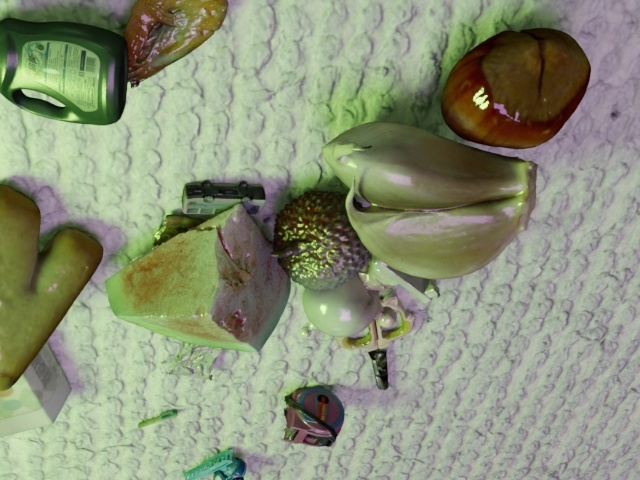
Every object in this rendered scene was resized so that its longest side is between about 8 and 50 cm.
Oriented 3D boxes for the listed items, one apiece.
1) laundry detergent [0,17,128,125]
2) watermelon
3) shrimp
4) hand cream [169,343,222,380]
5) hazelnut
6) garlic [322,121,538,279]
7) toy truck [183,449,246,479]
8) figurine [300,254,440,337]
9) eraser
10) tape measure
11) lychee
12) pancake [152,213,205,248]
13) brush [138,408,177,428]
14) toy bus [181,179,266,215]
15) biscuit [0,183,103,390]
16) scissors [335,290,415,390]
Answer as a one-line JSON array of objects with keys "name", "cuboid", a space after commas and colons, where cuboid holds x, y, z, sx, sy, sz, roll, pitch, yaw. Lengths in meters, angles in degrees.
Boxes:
[{"name": "laundry detergent", "cuboid": [-0.368, -0.224, 1.501, 0.221, 0.078, 0.144, 7, 129, -1]}, {"name": "watermelon", "cuboid": [-0.179, 0.067, 1.850, 0.310, 0.193, 0.231, 18, 156, -20]}, {"name": "shrimp", "cuboid": [-0.219, -0.280, 1.529, 0.217, 0.051, 0.115, -36, 130, 23]}, {"name": "hand cream", "cuboid": [-0.190, 0.176, 2.062, 0.084, 0.050, 0.257, 11, 139, -26]}, {"name": "hazelnut", "cuboid": [0.282, -0.222, 1.682, 0.212, 0.181, 0.181, -5, 108, -17]}, {"name": "garlic", "cuboid": [0.132, -0.056, 1.715, 0.339, 0.246, 0.232, 6, 102, -32]}, {"name": "toy truck", "cuboid": [-0.222, 0.498, 2.414, 0.136, 0.063, 0.074, -32, 118, 21]}, {"name": "figurine", "cuboid": [0.073, 0.090, 1.980, 0.256, 0.145, 0.182, -37, 139, 28]}, {"name": "eraser", "cuboid": [-0.576, 0.198, 1.931, 0.213, 0.082, 0.397, -15, 140, -2]}, {"name": "tape measure", "cuboid": [-0.016, 0.351, 2.267, 0.125, 0.118, 0.074, 19, 133, -12]}, {"name": "lychee", "cuboid": [0.000, 0.000, 1.830, 0.197, 0.165, 0.165, -19, 154, -52]}, {"name": "pancake", "cuboid": [-0.248, 0.023, 1.888, 0.184, 0.020, 0.190, -15, 141, -1]}, {"name": "brush", "cuboid": [-0.321, 0.350, 2.241, 0.083, 0.016, 0.013, -19, 127, 3]}, {"name": "toy bus", "cuboid": [-0.154, -0.064, 1.806, 0.130, 0.037, 0.052, 1, 139, -18]}, {"name": "biscuit", "cuboid": [-0.487, 0.079, 1.752, 0.291, 0.062, 0.237, -54, 133, -4]}, {"name": "scissors", "cuboid": [0.112, 0.207, 2.214, 0.160, 0.024, 0.318, -14, 140, -2]}]
